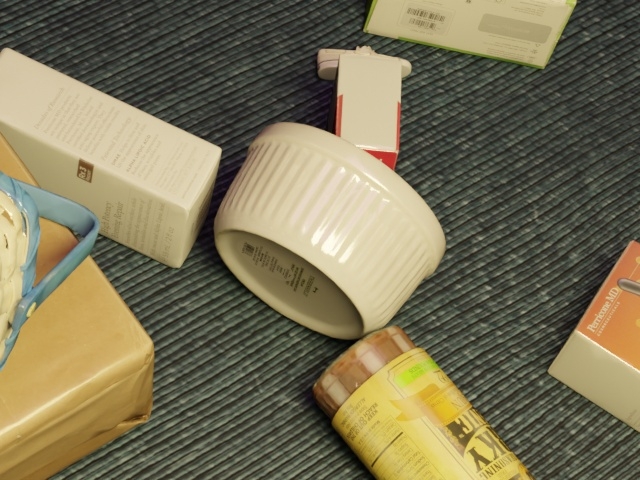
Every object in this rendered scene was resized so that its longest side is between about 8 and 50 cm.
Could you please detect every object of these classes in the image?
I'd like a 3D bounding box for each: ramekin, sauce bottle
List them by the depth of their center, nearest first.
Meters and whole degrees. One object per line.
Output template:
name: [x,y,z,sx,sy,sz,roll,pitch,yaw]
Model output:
sauce bottle: [0.137,0.231,1.406,0.111,0.111,0.344,-34,73,-27]
ramekin: [0.000,0.000,1.462,0.207,0.207,0.109,32,69,7]

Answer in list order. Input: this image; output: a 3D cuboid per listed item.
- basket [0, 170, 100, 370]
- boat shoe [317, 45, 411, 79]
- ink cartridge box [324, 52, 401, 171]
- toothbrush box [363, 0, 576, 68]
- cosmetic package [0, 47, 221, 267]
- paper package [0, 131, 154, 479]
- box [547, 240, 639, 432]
basket: [-0.319,0.002,1.211,0.254,0.201,0.289,20,23,-1]
boat shoe: [0.045,-0.189,1.676,0.100,0.035,0.035,-2,63,-5]
ink cartridge box: [0.037,-0.092,1.549,0.063,0.150,0.109,5,59,-4]
toothbrush box: [0.170,-0.348,1.744,0.206,0.122,0.283,10,59,-5]
cosmetic package: [-0.216,-0.076,1.507,0.231,0.117,0.085,23,57,3]
paper package: [-0.345,0.077,1.360,0.309,0.168,0.325,-31,70,-26]
box: [0.328,0.108,1.526,0.170,0.091,0.130,33,59,8]
